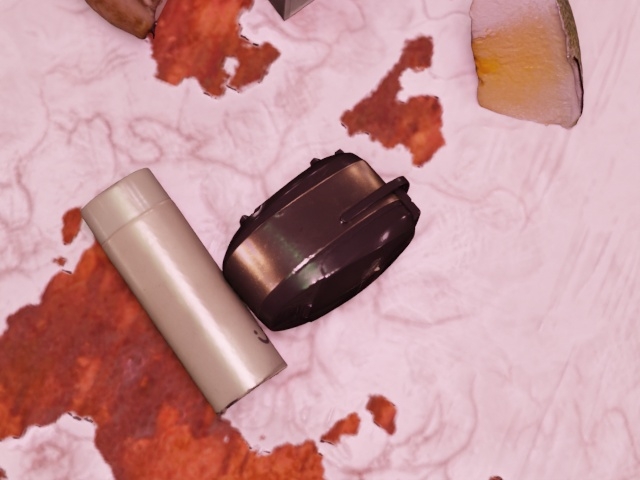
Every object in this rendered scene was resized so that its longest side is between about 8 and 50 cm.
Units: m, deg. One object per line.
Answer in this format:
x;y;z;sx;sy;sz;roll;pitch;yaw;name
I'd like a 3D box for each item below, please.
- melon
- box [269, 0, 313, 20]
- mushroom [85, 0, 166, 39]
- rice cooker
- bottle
0.166;-0.192;1.174;0.093;0.202;0.139;-7;49;15;melon
0.001;-0.270;1.110;0.129;0.225;0.086;-36;86;-6;box
-0.143;-0.311;1.119;0.151;0.156;0.285;26;112;-6;mushroom
0.000;0.000;1.134;0.106;0.112;0.165;42;66;11;rice cooker
-0.112;0.041;1.150;0.072;0.072;0.201;-35;87;-5;bottle
